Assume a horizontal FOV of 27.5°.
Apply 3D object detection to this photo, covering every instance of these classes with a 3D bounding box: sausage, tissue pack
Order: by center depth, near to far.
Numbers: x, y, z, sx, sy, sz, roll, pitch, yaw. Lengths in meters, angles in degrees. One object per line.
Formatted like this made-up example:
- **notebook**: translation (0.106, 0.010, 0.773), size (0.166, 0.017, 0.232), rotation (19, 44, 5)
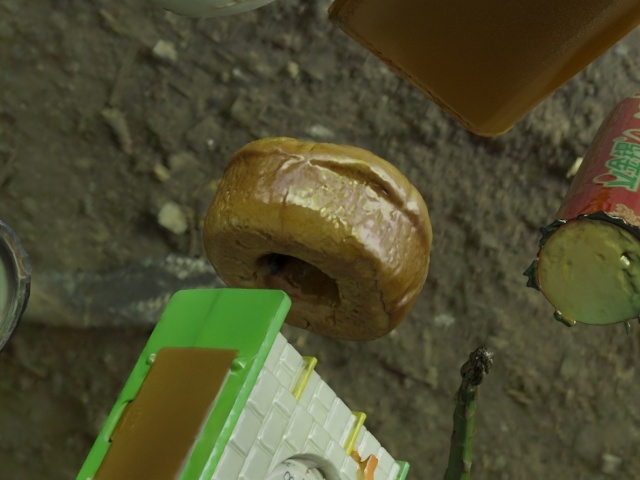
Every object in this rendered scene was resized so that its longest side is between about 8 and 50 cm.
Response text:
- **tissue pack**: translation (0.148, -0.199, 0.737), size (0.145, 0.194, 0.274), rotation (42, 155, -3)
- **sausage**: translation (0.202, -0.037, 0.863), size (0.083, 0.264, 0.083), rotation (10, 120, 18)

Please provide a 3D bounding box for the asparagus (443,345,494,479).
- **asparagus**: translation (0.114, 0.155, 1.033), size (0.025, 0.024, 0.248), rotation (3, 139, 2)

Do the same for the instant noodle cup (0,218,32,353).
- **instant noodle cup**: translation (-0.369, 0.015, 1.089), size (0.207, 0.217, 0.217), rotation (29, 144, 39)

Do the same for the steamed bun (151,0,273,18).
- **steamed bun**: translation (-0.130, -0.424, 1.460), size (0.309, 0.309, 0.309), rotation (13, 134, 14)

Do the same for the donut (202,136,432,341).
- **donut**: translation (-0.002, 0.000, 1.232), size (0.227, 0.113, 0.226), rotation (18, 150, 11)

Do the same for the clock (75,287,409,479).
- **clock**: translation (-0.039, 0.194, 0.917), size (0.106, 0.219, 0.255), rotation (-2, 141, 39)
